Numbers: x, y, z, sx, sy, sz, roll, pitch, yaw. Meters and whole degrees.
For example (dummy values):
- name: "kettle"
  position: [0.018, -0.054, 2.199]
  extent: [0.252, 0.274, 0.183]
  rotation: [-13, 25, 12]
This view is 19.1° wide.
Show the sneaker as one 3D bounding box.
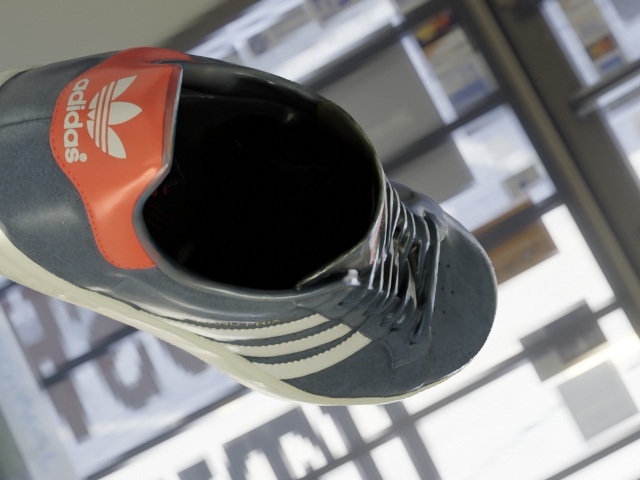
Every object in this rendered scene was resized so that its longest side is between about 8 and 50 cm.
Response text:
- name: "sneaker"
  position: [0.000, 0.000, 0.894]
  extent: [0.148, 0.131, 0.350]
  rotation: [-11, 162, 41]
